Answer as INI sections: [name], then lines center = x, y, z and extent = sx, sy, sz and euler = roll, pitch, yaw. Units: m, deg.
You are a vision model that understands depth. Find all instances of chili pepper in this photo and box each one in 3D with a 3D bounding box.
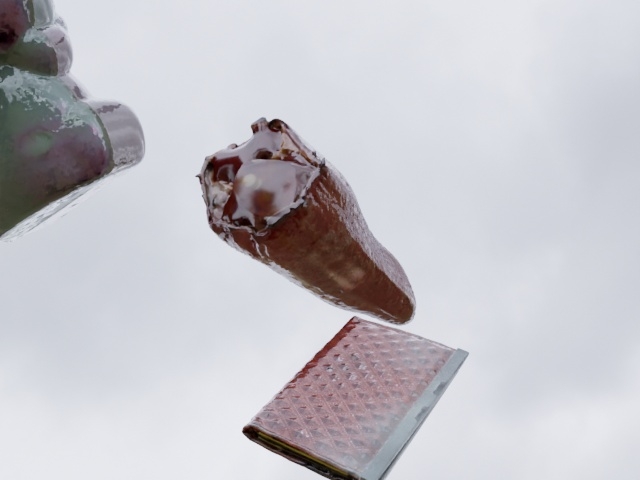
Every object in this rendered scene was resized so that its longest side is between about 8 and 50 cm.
[chili pepper]
center = 0.000, 0.000, 1.149
extent = 0.144, 0.136, 0.252
euler = 1, -30, 37

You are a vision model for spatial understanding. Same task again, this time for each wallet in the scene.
[wallet]
center = 0.030, 0.112, 0.914
extent = 0.103, 0.196, 0.020
euler = 20, -61, 17

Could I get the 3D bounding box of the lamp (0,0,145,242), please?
[lamp]
center = -0.335, -0.150, 1.164
extent = 0.247, 0.301, 0.247
euler = -30, 1, 31
